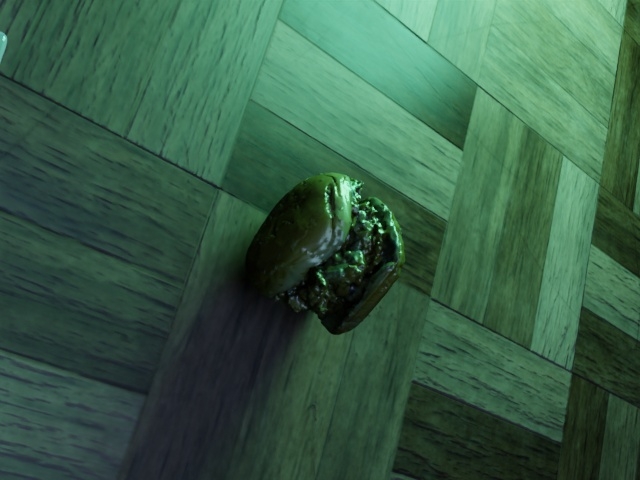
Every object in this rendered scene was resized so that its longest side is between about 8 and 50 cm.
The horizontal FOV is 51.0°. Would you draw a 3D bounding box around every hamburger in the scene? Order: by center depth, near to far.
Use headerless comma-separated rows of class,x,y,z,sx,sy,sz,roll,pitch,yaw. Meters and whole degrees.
hamburger,0.000,0.000,0.697,0.131,0.159,0.185,28,24,-21

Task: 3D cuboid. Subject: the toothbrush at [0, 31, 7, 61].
toothbrush,-0.306,-0.044,0.544,0.025,0.020,0.286,18,74,-27
